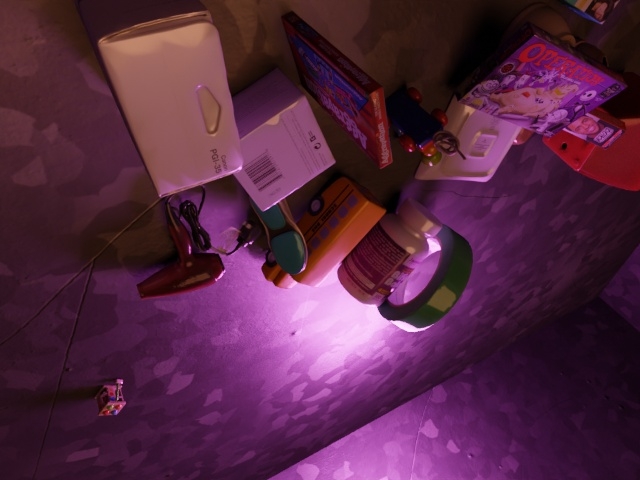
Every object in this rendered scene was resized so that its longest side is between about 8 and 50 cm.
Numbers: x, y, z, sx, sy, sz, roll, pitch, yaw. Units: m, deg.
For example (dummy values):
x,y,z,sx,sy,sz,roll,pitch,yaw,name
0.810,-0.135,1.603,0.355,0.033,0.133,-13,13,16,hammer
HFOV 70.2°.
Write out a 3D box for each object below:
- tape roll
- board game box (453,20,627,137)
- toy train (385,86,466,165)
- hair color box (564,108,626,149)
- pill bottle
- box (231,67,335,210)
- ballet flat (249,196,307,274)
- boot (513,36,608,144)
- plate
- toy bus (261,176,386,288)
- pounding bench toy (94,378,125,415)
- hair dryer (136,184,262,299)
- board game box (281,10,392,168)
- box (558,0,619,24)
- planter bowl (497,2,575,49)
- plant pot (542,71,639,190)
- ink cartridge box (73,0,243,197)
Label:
x,y,z,sx,sy,sz,roll,pitch,yaw,name
0.292,0.102,1.321,0.077,0.321,0.321,31,112,-18,tape roll
0.505,-0.350,1.046,0.347,0.056,0.208,8,147,-29,board game box
0.235,-0.208,0.990,0.105,0.248,0.143,-39,148,4,toy train
0.708,-0.302,1.190,0.141,0.043,0.072,24,143,-1,hair color box
0.197,0.032,1.286,0.169,0.169,0.301,15,121,-46,pill bottle
-0.095,-0.185,0.857,0.182,0.119,0.181,-35,144,-2,box
-0.087,-0.035,1.028,0.086,0.086,0.248,-27,125,-12,ballet flat
0.626,-0.375,1.222,0.112,0.115,0.305,-2,134,-40,boot
0.420,-0.264,1.212,0.278,0.045,0.277,-1,133,-27,plate
0.000,0.000,1.127,0.108,0.130,0.332,20,117,-48,toy bus
-0.551,0.417,1.210,0.052,0.065,0.083,20,117,-48,pounding bench toy
-0.293,0.018,0.989,0.224,0.080,0.293,34,100,-38,hair dryer
0.024,-0.250,0.742,0.027,0.281,0.145,-31,143,-6,board game box
0.589,-0.573,1.016,0.245,0.060,0.100,-1,132,-37,box
0.511,-0.447,1.054,0.162,0.109,0.162,-22,141,-19,planter bowl
0.838,-0.326,1.344,0.236,0.267,0.267,-2,134,-18,plant pot
-0.216,-0.226,0.579,0.117,0.283,0.207,-23,142,-17,ink cartridge box
